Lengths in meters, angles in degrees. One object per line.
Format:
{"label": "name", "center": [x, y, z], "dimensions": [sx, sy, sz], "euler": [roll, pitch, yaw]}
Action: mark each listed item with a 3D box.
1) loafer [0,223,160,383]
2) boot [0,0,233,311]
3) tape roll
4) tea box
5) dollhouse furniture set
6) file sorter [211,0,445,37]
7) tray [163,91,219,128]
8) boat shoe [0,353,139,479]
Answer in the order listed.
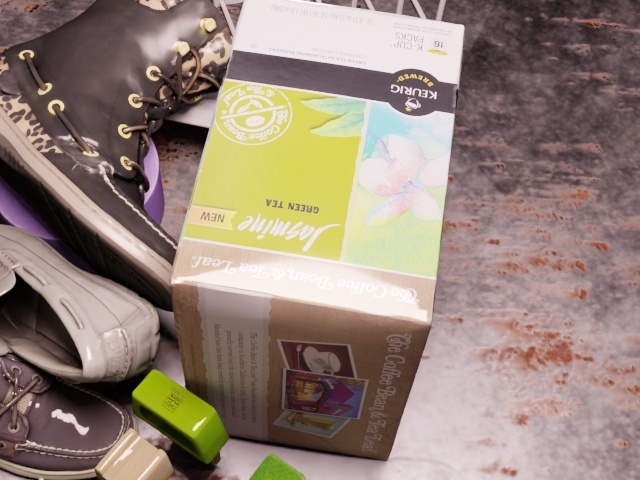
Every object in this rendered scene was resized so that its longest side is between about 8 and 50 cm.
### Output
{"label": "loafer", "center": [-0.306, 0.060, 1.022], "dimensions": [0.319, 0.112, 0.111], "euler": [17, 21, 31]}
{"label": "boot", "center": [-0.193, -0.127, 1.074], "dimensions": [0.284, 0.138, 0.377], "euler": [-41, 64, -20]}
{"label": "tape roll", "center": [-0.277, -0.060, 1.157], "dimensions": [0.188, 0.080, 0.189], "euler": [2, 58, -3]}
{"label": "tea box", "center": [0.000, 0.000, 0.989], "dimensions": [0.219, 0.329, 0.324], "euler": [8, 58, 2]}
{"label": "dollhouse furniture set", "center": [-0.170, 0.301, 0.903], "dimensions": [0.197, 0.151, 0.301], "euler": [30, 61, 20]}
{"label": "file sorter", "center": [0.013, -0.345, 1.282], "dimensions": [0.277, 0.193, 0.173], "euler": [-16, 63, -12]}
{"label": "tray", "center": [-0.098, -0.165, 1.215], "dimensions": [0.270, 0.030, 0.145], "euler": [12, 23, 4]}
{"label": "boat shoe", "center": [-0.325, 0.163, 1.010], "dimensions": [0.285, 0.092, 0.103], "euler": [16, 59, 7]}
